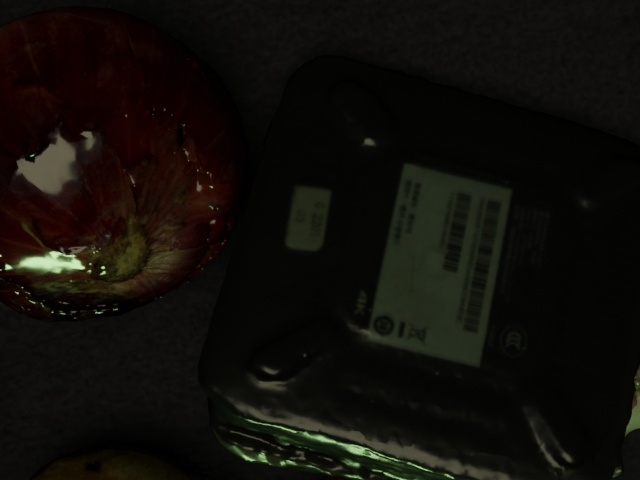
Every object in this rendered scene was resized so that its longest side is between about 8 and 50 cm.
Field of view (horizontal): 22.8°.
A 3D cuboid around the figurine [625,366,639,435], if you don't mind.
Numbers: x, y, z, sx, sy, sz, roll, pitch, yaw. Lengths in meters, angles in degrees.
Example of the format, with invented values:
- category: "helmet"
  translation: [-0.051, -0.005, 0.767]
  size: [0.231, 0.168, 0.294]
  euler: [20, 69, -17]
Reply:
- category: "figurine"
  translation: [0.246, 0.130, 1.394]
  size: [0.146, 0.081, 0.098]
  euler: [-10, 134, 7]

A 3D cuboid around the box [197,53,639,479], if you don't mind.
- category: "box"
  translation: [0.099, 0.037, 1.312]
  size: [0.350, 0.091, 0.359]
  euler: [15, 66, -2]

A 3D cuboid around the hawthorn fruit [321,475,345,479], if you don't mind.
- category: "hawthorn fruit"
  translation: [0.077, 0.288, 1.373]
  size: [0.215, 0.215, 0.249]
  euler: [26, 102, 1]

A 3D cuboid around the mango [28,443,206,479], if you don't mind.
- category: "mango"
  translation: [-0.134, 0.312, 1.381]
  size: [0.329, 0.175, 0.176]
  euler: [45, 125, 17]

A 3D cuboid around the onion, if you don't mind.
- category: "onion"
  translation: [-0.197, -0.063, 1.328]
  size: [0.276, 0.276, 0.276]
  euler: [1, 98, 5]
